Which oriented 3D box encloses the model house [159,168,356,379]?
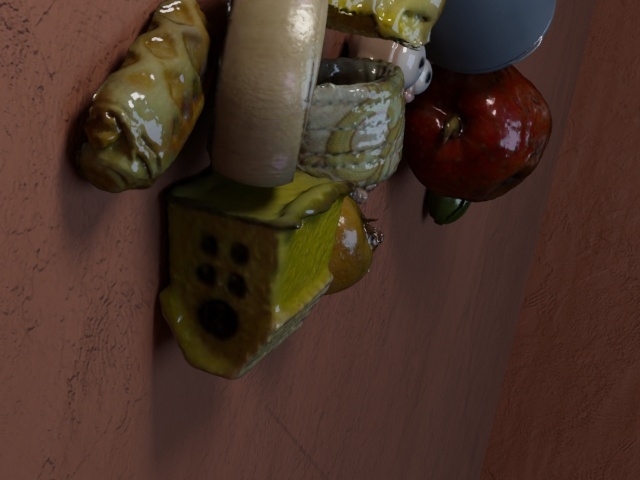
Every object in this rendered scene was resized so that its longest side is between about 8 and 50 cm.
[{"bbox_3d":[-0.071,0.040,1.585,0.193,0.175,0.234,-41,137,-61],"label":"model house"}]

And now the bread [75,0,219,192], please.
[{"bbox_3d":[-0.160,-0.138,1.363,0.232,0.088,0.128,-64,167,-47],"label":"bread"}]

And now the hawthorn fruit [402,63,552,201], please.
[{"bbox_3d":[0.251,-0.190,2.274,0.262,0.258,0.258,45,58,-48],"label":"hawthorn fruit"}]

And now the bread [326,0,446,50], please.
[{"bbox_3d":[0.029,-0.335,1.685,0.252,0.133,0.174,8,93,-27],"label":"bread"}]

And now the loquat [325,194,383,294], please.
[{"bbox_3d":[0.000,0.000,1.809,0.137,0.163,0.163,-105,-165,-61],"label":"loquat"}]

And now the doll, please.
[{"bbox_3d":[0.076,-0.187,1.953,0.154,0.119,0.278,-8,115,-66],"label":"doll"}]

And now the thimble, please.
[{"bbox_3d":[0.025,-0.153,1.795,0.191,0.137,0.143,-18,122,-42],"label":"thimble"}]

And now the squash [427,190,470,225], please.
[{"bbox_3d":[0.271,-0.191,2.549,0.094,0.095,0.340,16,86,-71],"label":"squash"}]

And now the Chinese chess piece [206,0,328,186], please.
[{"bbox_3d":[-0.057,-0.182,1.486,0.250,0.103,0.249,-171,-90,-87],"label":"Chinese chess piece"}]

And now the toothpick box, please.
[{"bbox_3d":[0.193,-0.405,1.977,0.354,0.263,0.263,52,53,-65],"label":"toothpick box"}]
